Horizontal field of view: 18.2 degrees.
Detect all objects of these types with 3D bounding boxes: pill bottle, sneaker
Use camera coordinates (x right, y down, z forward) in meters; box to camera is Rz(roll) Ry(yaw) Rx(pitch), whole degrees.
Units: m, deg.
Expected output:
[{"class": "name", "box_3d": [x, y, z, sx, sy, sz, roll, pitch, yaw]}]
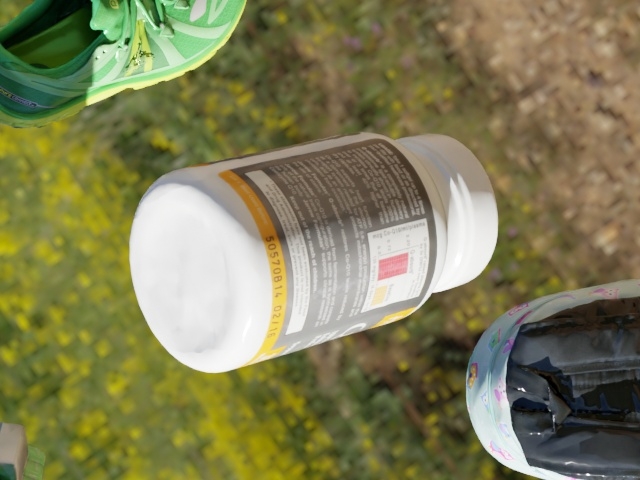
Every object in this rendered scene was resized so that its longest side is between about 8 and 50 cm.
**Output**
[{"class": "pill bottle", "box_3d": [0.000, 0.000, 1.597, 0.162, 0.278, 0.162, 18, 114, 47]}, {"class": "sneaker", "box_3d": [-0.187, -0.203, 1.872, 0.109, 0.295, 0.123, 51, 158, 19]}]

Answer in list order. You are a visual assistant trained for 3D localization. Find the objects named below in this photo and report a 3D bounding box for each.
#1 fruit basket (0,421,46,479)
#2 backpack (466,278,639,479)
[{"class": "fruit basket", "box_3d": [-0.417, 0.220, 1.749, 0.353, 0.165, 0.327, 16, -172, -7]}, {"class": "backpack", "box_3d": [0.180, 0.092, 1.197, 0.115, 0.182, 0.152, 150, 118, -72]}]
